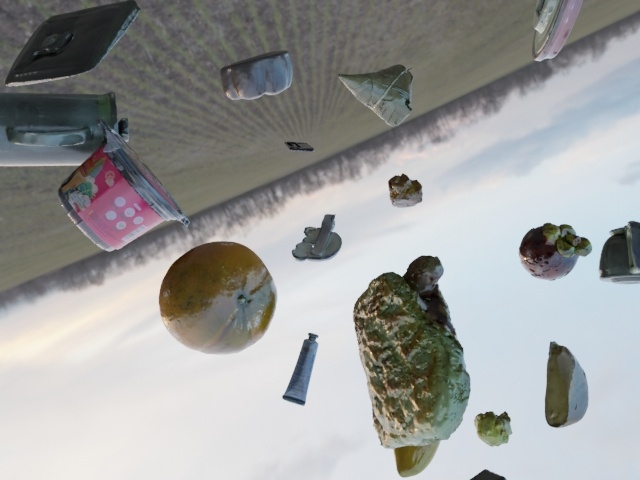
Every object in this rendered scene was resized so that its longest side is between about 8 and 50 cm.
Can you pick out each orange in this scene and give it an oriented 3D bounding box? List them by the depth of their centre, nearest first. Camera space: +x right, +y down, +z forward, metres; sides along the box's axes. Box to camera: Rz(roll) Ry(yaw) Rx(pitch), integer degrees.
[{"bbox_3d":[-0.198,0.116,1.324,0.240,0.240,0.171,-28,-165,-28],"label":"orange"}]

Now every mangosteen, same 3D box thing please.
[{"bbox_3d":[0.638,0.023,1.824,0.166,0.166,0.180,-30,169,-39],"label":"mangosteen"}]

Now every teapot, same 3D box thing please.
[{"bbox_3d":[0.560,0.023,1.222,0.111,0.108,0.149,-10,166,43],"label":"teapot"},{"bbox_3d":[-0.617,-0.254,1.545,0.337,0.200,0.270,-4,-165,-20],"label":"teapot"}]

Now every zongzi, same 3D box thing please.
[{"bbox_3d":[0.119,-0.356,1.432,0.081,0.178,0.189,-41,-152,42],"label":"zongzi"}]

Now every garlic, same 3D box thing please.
[{"bbox_3d":[0.550,0.331,1.495,0.087,0.196,0.101,-9,151,40],"label":"garlic"}]

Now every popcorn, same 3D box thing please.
[{"bbox_3d":[0.305,0.336,1.190,0.068,0.059,0.083,-8,170,-25],"label":"popcorn"}]

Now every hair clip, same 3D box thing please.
[{"bbox_3d":[0.000,0.000,1.728,0.116,0.049,0.172,6,-136,18],"label":"hair clip"}]

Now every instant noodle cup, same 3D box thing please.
[{"bbox_3d":[-0.449,-0.094,1.459,0.181,0.302,0.258,-39,-160,-4],"label":"instant noodle cup"}]

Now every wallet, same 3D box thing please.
[{"bbox_3d":[-0.418,-0.329,1.114,0.245,0.052,0.168,2,-125,35],"label":"wallet"}]

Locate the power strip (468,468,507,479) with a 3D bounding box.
[{"bbox_3d":[0.333,0.630,1.546,0.256,0.070,0.105,-31,-178,-14],"label":"power strip"}]

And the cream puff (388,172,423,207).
[{"bbox_3d":[0.262,-0.156,2.081,0.122,0.094,0.116,9,158,-36],"label":"cream puff"}]

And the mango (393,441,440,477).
[{"bbox_3d":[0.316,0.629,2.203,0.119,0.176,0.317,119,-12,-60],"label":"mango"}]

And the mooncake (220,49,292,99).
[{"bbox_3d":[-0.209,-0.549,2.211,0.245,0.133,0.245,-9,-160,3],"label":"mooncake"}]

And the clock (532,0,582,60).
[{"bbox_3d":[0.457,-0.471,1.289,0.056,0.244,0.244,14,-170,3],"label":"clock"}]

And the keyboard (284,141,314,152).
[{"bbox_3d":[-0.069,-0.309,2.199,0.087,0.017,0.250,4,-168,-8],"label":"keyboard"}]

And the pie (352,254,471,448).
[{"bbox_3d":[0.191,0.286,1.542,0.180,0.418,0.395,5,146,-17],"label":"pie"}]

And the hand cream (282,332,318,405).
[{"bbox_3d":[-0.063,0.453,2.359,0.088,0.256,0.055,16,177,7],"label":"hand cream"}]
